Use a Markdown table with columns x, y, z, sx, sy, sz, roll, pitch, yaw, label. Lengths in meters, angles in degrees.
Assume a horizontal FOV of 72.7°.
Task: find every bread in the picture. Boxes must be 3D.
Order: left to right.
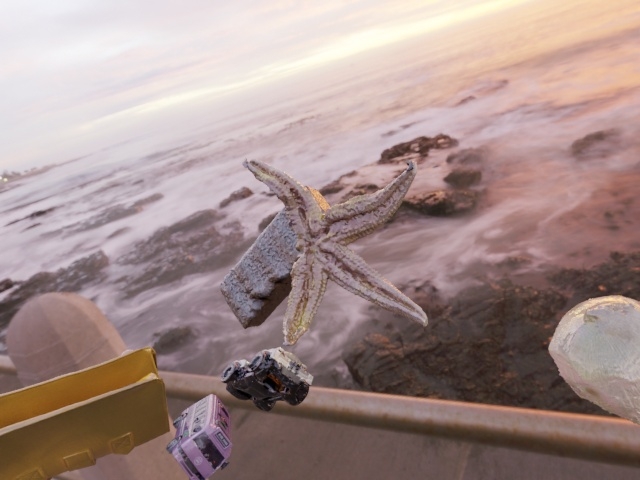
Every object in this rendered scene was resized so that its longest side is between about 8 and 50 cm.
| x | y | z | sx | sy | sz | roll | pitch | yaw | label |
| --- | --- | --- | --- | --- | --- | --- | --- | --- | --- |
| -0.113 | 0.052 | 1.220 | 0.416 | 0.165 | 0.113 | -49 | -25 | 18 | bread |

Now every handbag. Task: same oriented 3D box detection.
| x | y | z | sx | sy | sz | roll | pitch | yaw | label |
| --- | --- | --- | --- | --- | --- | --- | --- | --- | --- |
| -0.539 | 0.400 | 0.931 | 0.402 | 0.282 | 0.133 | -15 | 42 | -31 | handbag |

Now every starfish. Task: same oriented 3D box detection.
| x | y | z | sx | sy | sz | roll | pitch | yaw | label |
| --- | --- | --- | --- | --- | --- | --- | --- | --- | --- |
| 0.006 | 0.005 | 0.839 | 0.384 | 0.397 | 0.132 | -5 | -18 | 33 | starfish |

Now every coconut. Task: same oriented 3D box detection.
| x | y | z | sx | sy | sz | roll | pitch | yaw | label |
| --- | --- | --- | --- | --- | --- | --- | --- | --- | --- |
| 0.465 | 0.176 | 0.687 | 0.195 | 0.194 | 0.194 | -16 | 20 | 6 | coconut |

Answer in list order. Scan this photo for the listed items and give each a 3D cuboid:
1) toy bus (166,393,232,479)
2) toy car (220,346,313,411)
| x | y | z | sx | sy | sz | roll | pitch | yaw | label |
| --- | --- | --- | --- | --- | --- | --- | --- | --- | --- |
| -0.241 | 0.406 | 0.905 | 0.108 | 0.096 | 0.199 | -34 | 7 | -10 | toy bus |
| -0.173 | 0.411 | 1.302 | 0.301 | 0.193 | 0.117 | -30 | 27 | 42 | toy car |
